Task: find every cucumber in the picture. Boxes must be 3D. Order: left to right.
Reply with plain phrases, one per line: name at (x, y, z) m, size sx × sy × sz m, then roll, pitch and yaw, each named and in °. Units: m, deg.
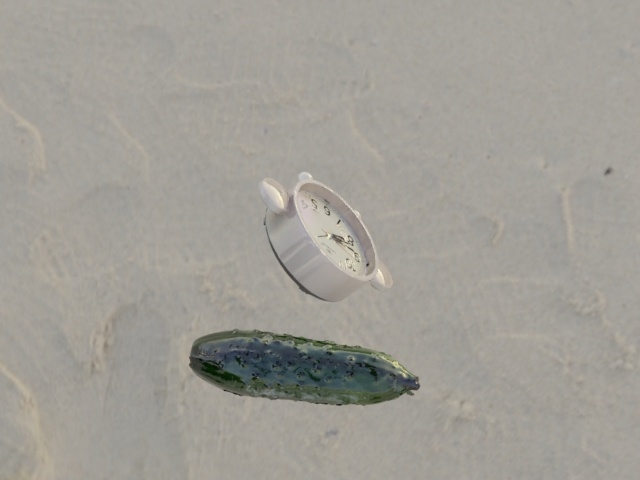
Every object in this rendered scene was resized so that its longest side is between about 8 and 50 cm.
cucumber at (-0.017, 0.124, 0.984) m, size 0.227 × 0.069 × 0.069 m, roll 6°, pitch 57°, yaw 10°

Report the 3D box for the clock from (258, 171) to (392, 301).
clock at (0.000, 0.000, 1.280) m, size 0.229 × 0.063 × 0.155 m, roll 37°, pitch 29°, yaw -30°
